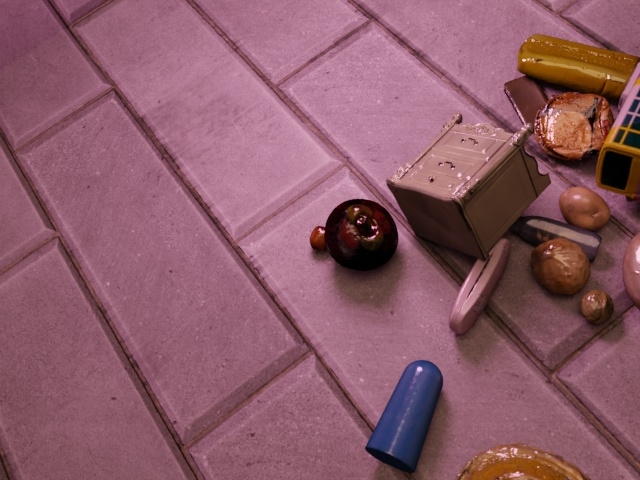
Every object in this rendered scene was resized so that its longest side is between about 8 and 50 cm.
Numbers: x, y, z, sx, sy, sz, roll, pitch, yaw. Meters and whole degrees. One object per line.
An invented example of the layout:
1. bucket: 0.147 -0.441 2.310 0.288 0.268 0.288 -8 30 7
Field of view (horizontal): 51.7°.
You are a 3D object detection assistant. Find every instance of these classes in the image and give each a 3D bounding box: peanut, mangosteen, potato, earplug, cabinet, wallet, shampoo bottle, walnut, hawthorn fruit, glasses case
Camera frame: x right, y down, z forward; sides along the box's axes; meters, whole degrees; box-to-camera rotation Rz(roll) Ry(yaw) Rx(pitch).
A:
1. peanut: 0.644 0.072 1.768 0.141 0.109 0.159 -29 82 30
2. mangosteen: 0.111 -0.026 1.879 0.216 0.216 0.216 -5 62 10
3. potato: 0.734 -0.092 1.839 0.147 0.112 0.112 38 76 19
4. earplug: 0.226 0.428 1.666 0.132 0.132 0.273 18 64 21
5. cabinet: 0.411 -0.165 1.823 0.318 0.227 0.290 -45 35 -14
6. wallet: 0.661 -0.433 2.077 0.110 0.031 0.198 -19 60 3
7. shampoo bottle: 0.653 -0.012 1.837 0.234 0.049 0.087 21 97 22
8. walnut: 0.718 0.172 1.715 0.092 0.092 0.092 -5 62 10
9. hawthorn fruit: 0.002 -0.005 1.976 0.077 0.077 0.077 -5 62 10
10. glasses case: 0.432 0.120 1.787 0.075 0.113 0.296 24 71 25

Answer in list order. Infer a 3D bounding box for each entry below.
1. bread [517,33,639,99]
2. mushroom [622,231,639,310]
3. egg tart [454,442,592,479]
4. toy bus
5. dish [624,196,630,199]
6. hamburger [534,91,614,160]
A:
1. bread: 0.801 -0.530 2.047 0.384 0.112 0.166 20 58 20
2. mushroom: 0.902 0.063 1.610 0.298 0.290 0.297 -5 62 9
3. egg tart: 0.460 0.642 1.482 0.388 0.169 0.387 -7 62 14
4. toy bus: 0.928 -0.327 1.784 0.249 0.209 0.440 23 67 27
5. dish: 0.980 -0.135 1.821 0.246 0.078 0.224 16 68 20
6. hamburger: 0.747 -0.332 1.951 0.231 0.107 0.230 -2 80 11
